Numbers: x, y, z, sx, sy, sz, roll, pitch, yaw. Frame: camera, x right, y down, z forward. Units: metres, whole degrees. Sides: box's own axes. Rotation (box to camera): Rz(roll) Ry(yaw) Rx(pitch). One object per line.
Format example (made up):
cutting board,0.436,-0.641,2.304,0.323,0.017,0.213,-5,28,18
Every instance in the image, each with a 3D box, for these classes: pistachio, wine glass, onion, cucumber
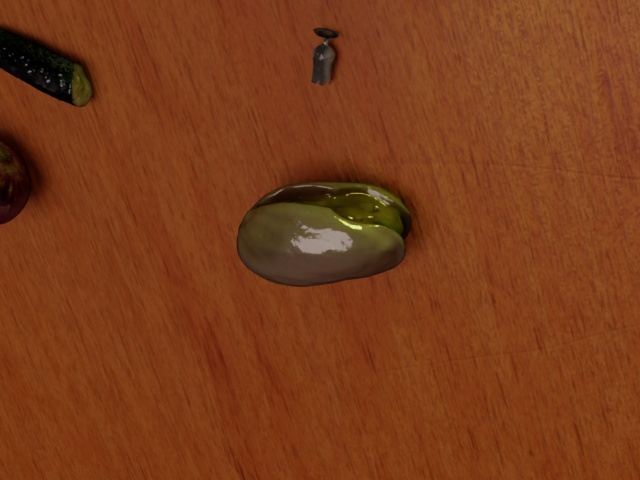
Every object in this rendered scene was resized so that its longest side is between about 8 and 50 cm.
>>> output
pistachio,0.000,0.000,1.792,0.288,0.166,0.197,3,138,21
wine glass,0.003,-0.277,1.731,0.042,0.039,0.083,18,124,16
onion,-0.602,-0.107,2.036,0.177,0.177,0.153,28,131,13
cucumber,-0.498,-0.304,1.952,0.241,0.074,0.074,27,123,15
